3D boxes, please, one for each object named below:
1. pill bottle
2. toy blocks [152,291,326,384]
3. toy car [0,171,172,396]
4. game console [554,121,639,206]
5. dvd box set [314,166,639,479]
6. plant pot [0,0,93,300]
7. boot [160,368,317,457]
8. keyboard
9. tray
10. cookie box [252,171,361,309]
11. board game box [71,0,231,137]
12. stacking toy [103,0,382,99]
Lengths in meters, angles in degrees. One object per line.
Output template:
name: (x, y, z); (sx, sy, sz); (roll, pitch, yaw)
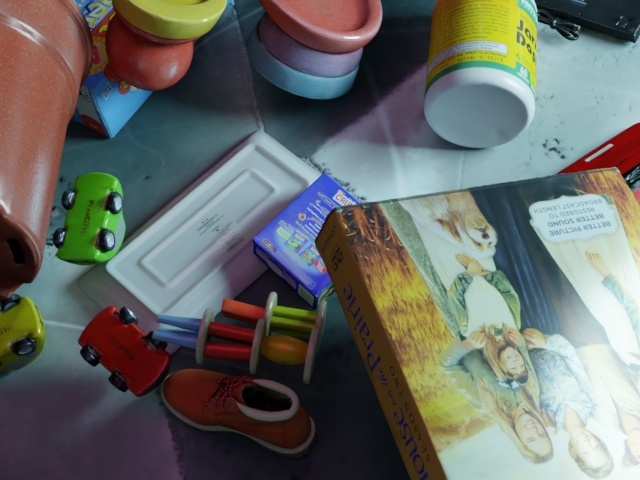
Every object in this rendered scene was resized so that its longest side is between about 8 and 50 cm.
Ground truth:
pill bottle: (0.178, -0.215, 1.186); (0.118, 0.117, 0.208); (3, 56, 9)
toy blocks: (-0.074, 0.082, 1.020); (0.148, 0.054, 0.123); (10, 18, 3)
toy car: (-0.235, 0.042, 1.077); (0.239, 0.053, 0.225); (3, 68, 18)
game console: (0.326, -0.045, 1.117); (0.144, 0.085, 0.124); (-31, 27, -14)
dvd box set: (0.206, 0.137, 0.886); (0.308, 0.062, 0.420); (-8, 59, -23)
plant pot: (-0.359, -0.095, 1.034); (0.273, 0.272, 0.265); (-7, 57, 2)
boot: (-0.082, 0.144, 1.001); (0.158, 0.084, 0.059); (14, 62, 18)
keyboard: (0.290, -0.274, 1.269); (0.180, 0.023, 0.108); (23, 56, 22)
tray: (-0.114, -0.009, 1.138); (0.145, 0.030, 0.270); (38, 68, 26)
cookie box: (0.000, 0.000, 1.100); (0.092, 0.040, 0.107); (42, 70, 13)
board game box: (-0.290, -0.307, 1.324); (0.302, 0.086, 0.308); (24, 63, 21)
stacking toy: (-0.104, -0.271, 1.229); (0.309, 0.130, 0.279); (4, 46, -23)
